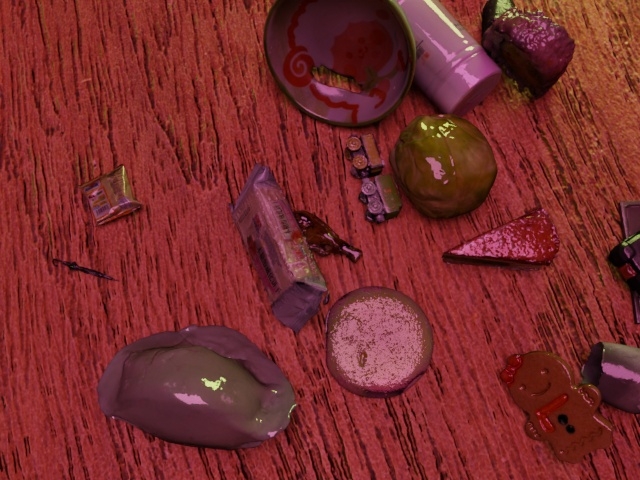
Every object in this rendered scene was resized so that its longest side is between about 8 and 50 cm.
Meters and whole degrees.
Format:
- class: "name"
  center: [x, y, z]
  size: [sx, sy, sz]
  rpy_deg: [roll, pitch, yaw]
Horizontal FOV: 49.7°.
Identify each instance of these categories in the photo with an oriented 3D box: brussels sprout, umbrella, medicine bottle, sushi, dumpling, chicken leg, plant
- class: "brussels sprout"
  center: [0.251, -0.154, 1.394]
  size: [0.223, 0.161, 0.223]
  rpy_deg: [1, 79, -4]
- class: "umbrella"
  center: [-0.489, 0.060, 1.436]
  size: [0.148, 0.022, 0.022]
  rpy_deg: [13, 118, 5]
- class: "medicine bottle"
  center: [0.246, -0.395, 1.461]
  size: [0.152, 0.152, 0.254]
  rpy_deg: [-37, 77, -7]
- class: "sushi"
  center: [0.444, -0.371, 1.396]
  size: [0.107, 0.161, 0.241]
  rpy_deg: [-48, 122, 3]
- class: "dumpling"
  center: [-0.239, 0.288, 1.290]
  size: [0.320, 0.270, 0.212]
  rpy_deg: [28, 101, -16]
- class: "chicken leg"
  center: [0.000, 0.000, 1.416]
  size: [0.178, 0.070, 0.093]
  rpy_deg: [27, 53, -4]
- class: "plant"
  center: [0.393, -0.457, 1.509]
  size: [0.092, 0.094, 0.143]
  rpy_deg: [6, 64, -11]

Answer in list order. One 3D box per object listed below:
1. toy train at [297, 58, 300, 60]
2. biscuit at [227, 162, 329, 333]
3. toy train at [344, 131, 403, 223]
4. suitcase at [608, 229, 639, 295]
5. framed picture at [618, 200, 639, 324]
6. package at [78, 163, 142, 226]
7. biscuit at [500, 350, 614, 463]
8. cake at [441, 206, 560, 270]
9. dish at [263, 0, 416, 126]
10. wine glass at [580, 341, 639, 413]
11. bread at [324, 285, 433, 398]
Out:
- class: "toy train"
  center: [-0.022, -0.444, 1.537]
  size: [0.042, 0.044, 0.209]
  rpy_deg: [33, 79, 8]
- class: "biscuit"
  center: [-0.081, 0.017, 1.359]
  size: [0.079, 0.186, 0.309]
  rpy_deg: [-13, 71, -32]
- class: "toy train"
  center: [0.110, -0.133, 1.448]
  size: [0.081, 0.060, 0.202]
  rpy_deg: [-15, 75, -9]
- class: "suitcase"
  center: [0.728, 0.086, 1.346]
  size: [0.206, 0.066, 0.286]
  rpy_deg: [-31, 77, -5]
- class: "framed picture"
  center: [0.716, 0.039, 1.401]
  size: [0.189, 0.023, 0.260]
  rpy_deg: [-3, 76, 1]
- class: "package"
  center: [-0.447, -0.095, 1.469]
  size: [0.108, 0.031, 0.121]
  rpy_deg: [-27, 71, -5]
- class: "biscuit"
  center: [0.438, 0.302, 1.295]
  size: [0.166, 0.036, 0.226]
  rpy_deg: [-43, 68, 32]
- class: "cake"
  center: [0.367, 0.032, 1.382]
  size: [0.220, 0.086, 0.117]
  rpy_deg: [-25, 74, -6]
- class: "dish"
  center: [0.053, -0.406, 1.425]
  size: [0.324, 0.324, 0.124]
  rpy_deg: [23, 45, 7]
- class: "wine glass"
  center: [0.624, 0.274, 1.294]
  size: [0.241, 0.126, 0.126]
  rpy_deg: [17, 77, 7]
- class: "bread"
  center: [0.112, 0.200, 1.374]
  size: [0.228, 0.033, 0.229]
  rpy_deg: [0, 77, 1]
